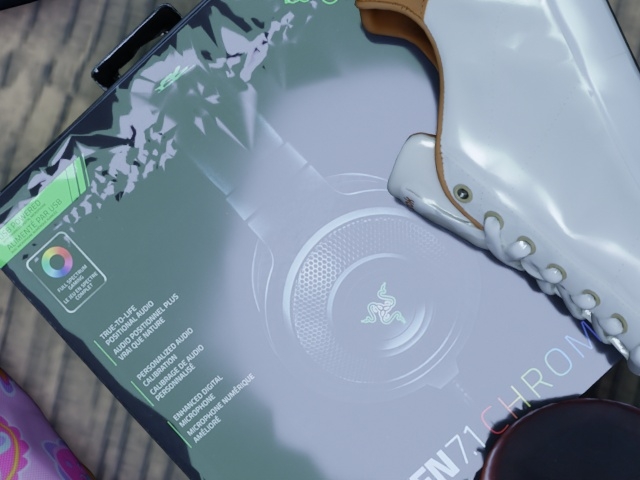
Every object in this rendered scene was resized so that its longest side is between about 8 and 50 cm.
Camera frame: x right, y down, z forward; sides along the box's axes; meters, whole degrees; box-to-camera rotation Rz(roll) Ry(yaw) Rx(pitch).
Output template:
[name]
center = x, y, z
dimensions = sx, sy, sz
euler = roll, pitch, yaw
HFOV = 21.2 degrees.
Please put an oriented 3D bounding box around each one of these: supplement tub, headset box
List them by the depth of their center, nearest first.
[supplement tub]
center = 0.122, 0.170, 0.814
dimensions = 0.106, 0.198, 0.106
euler = -1, 49, 1
[headset box]
center = 0.000, 0.000, 0.874
dimensions = 0.246, 0.131, 0.283
euler = -42, 88, 2

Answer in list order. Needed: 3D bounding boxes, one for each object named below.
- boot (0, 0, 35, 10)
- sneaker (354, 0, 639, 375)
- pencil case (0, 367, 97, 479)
[boot]
center = -0.246, -0.084, 0.905
dimensions = 0.246, 0.094, 0.207
euler = 6, 87, 10
[sneaker]
center = 0.106, -0.006, 0.757
dimensions = 0.123, 0.106, 0.290
euler = -25, 76, 1
[pencil case]
center = -0.172, 0.143, 0.893
dimensions = 0.124, 0.124, 0.284
euler = -43, 89, 3
